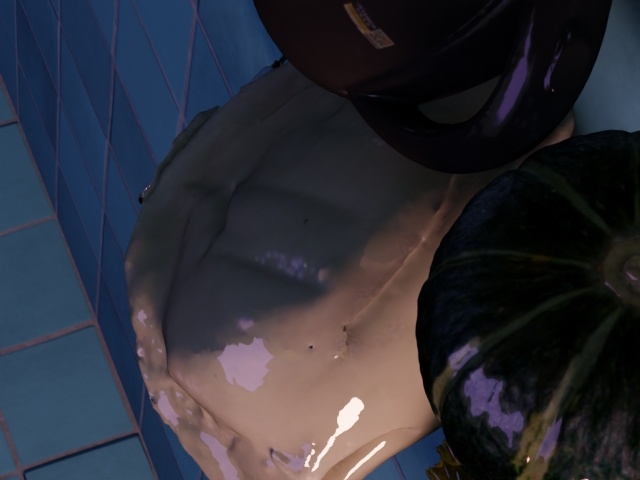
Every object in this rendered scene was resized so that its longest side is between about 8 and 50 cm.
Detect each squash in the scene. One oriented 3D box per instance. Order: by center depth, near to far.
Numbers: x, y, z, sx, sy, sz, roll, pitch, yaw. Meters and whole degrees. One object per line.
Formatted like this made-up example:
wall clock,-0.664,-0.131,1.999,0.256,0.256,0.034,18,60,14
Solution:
squash,0.180,0.056,1.053,0.165,0.252,0.252,79,166,-60

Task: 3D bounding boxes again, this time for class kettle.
kettle,0.100,-0.174,1.140,0.290,0.207,0.268,-2,81,62

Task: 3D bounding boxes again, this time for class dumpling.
dumpling,0.000,0.000,1.327,0.315,0.395,0.233,37,-178,22

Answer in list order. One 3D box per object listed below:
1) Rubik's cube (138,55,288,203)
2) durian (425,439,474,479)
Rubik's cube,0.013,-0.078,1.795,0.250,0.284,0.234,40,-175,-3
durian,0.181,0.229,1.264,0.291,0.225,0.291,49,150,41
